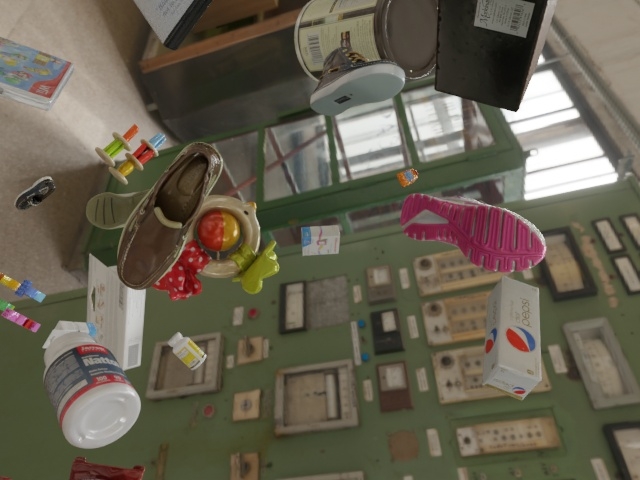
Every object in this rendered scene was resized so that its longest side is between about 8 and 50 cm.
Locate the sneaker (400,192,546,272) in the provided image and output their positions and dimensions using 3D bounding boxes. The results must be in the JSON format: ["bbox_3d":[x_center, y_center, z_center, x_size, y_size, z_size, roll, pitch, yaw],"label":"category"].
[{"bbox_3d":[0.265,-0.025,0.837,0.111,0.252,0.102,-7,116,-43],"label":"sneaker"}]

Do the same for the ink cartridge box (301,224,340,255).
[{"bbox_3d":[0.000,0.000,1.609,0.088,0.123,0.052,92,-9,-47],"label":"ink cartridge box"}]

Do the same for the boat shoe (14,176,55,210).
[{"bbox_3d":[-0.727,-0.112,1.258,0.038,0.125,0.046,56,8,13],"label":"boat shoe"}]

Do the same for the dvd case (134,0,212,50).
[{"bbox_3d":[-0.183,-0.375,0.570,0.253,0.180,0.022,56,26,16],"label":"dvd case"}]

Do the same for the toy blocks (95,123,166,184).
[{"bbox_3d":[-0.420,-0.214,1.116,0.148,0.054,0.123,-51,160,-21],"label":"toy blocks"}]

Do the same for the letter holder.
[{"bbox_3d":[0.291,-0.392,0.759,0.214,0.152,0.301,-60,159,-18],"label":"letter holder"}]

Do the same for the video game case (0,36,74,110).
[{"bbox_3d":[-0.625,-0.336,0.900,0.025,0.285,0.204,-59,-152,29],"label":"video game case"}]

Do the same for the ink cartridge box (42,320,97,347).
[{"bbox_3d":[-0.474,0.178,0.927,0.083,0.048,0.028,19,21,-51],"label":"ink cartridge box"}]

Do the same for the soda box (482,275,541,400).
[{"bbox_3d":[0.340,0.167,0.877,0.216,0.074,0.069,-64,172,-47],"label":"soda box"}]

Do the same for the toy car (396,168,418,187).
[{"bbox_3d":[0.213,-0.112,1.112,0.060,0.041,0.121,3,63,-51],"label":"toy car"}]

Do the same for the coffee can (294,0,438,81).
[{"bbox_3d":[0.103,-0.455,1.090,0.202,0.275,0.201,-12,109,-38],"label":"coffee can"}]

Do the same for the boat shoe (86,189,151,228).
[{"bbox_3d":[-0.556,-0.089,1.461,0.103,0.303,0.113,5,84,-66],"label":"boat shoe"}]

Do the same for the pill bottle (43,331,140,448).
[{"bbox_3d":[-0.364,0.221,0.765,0.180,0.108,0.107,32,-27,42],"label":"pill bottle"}]

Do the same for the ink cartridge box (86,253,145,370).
[{"bbox_3d":[-0.646,0.215,1.547,0.066,0.261,0.296,-9,116,-46],"label":"ink cartridge box"}]

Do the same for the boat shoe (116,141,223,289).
[{"bbox_3d":[-0.237,-0.036,0.744,0.257,0.095,0.095,-62,-166,4],"label":"boat shoe"}]

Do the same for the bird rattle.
[{"bbox_3d":[-0.209,0.014,0.969,0.143,0.254,0.206,143,-54,-77],"label":"bird rattle"}]

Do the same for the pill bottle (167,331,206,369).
[{"bbox_3d":[-0.418,0.342,1.535,0.116,0.065,0.065,49,18,-13],"label":"pill bottle"}]

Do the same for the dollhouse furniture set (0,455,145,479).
[{"bbox_3d":[-0.471,0.380,0.674,0.201,0.375,0.152,89,7,-73],"label":"dollhouse furniture set"}]

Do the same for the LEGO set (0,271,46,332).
[{"bbox_3d":[-0.699,0.105,1.070,0.087,0.227,0.093,-62,156,-22],"label":"LEGO set"}]

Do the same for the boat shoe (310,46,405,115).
[{"bbox_3d":[0.050,-0.237,0.690,0.065,0.183,0.083,19,80,-34],"label":"boat shoe"}]
